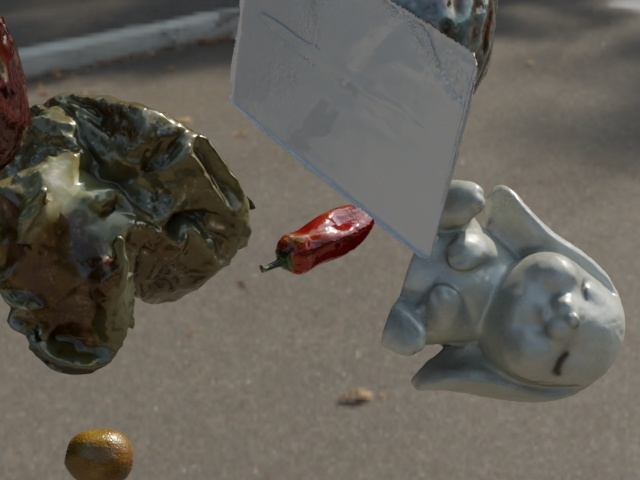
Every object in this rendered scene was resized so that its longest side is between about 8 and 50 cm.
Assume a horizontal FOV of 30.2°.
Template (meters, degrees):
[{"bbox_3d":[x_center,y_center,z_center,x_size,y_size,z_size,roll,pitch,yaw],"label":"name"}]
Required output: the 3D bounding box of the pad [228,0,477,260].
[{"bbox_3d":[0.011,-0.105,0.795,0.004,0.157,0.232,-20,45,-35],"label":"pad"}]

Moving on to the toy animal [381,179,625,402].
[{"bbox_3d":[0.233,0.075,1.418,0.264,0.272,0.206,19,-7,10],"label":"toy animal"}]

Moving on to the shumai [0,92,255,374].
[{"bbox_3d":[-0.264,0.009,1.256,0.314,0.267,0.262,8,46,29],"label":"shumai"}]

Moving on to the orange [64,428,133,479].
[{"bbox_3d":[-0.271,0.266,1.451,0.085,0.085,0.085,1,22,0],"label":"orange"}]

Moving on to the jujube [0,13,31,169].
[{"bbox_3d":[-0.332,-0.157,0.951,0.183,0.243,0.183,-16,45,16],"label":"jujube"}]

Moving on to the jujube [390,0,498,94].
[{"bbox_3d":[0.049,-0.233,1.157,0.246,0.215,0.308,-28,52,22],"label":"jujube"}]

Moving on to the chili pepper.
[{"bbox_3d":[-0.001,0.000,1.333,0.191,0.050,0.059,-26,42,-36],"label":"chili pepper"}]
